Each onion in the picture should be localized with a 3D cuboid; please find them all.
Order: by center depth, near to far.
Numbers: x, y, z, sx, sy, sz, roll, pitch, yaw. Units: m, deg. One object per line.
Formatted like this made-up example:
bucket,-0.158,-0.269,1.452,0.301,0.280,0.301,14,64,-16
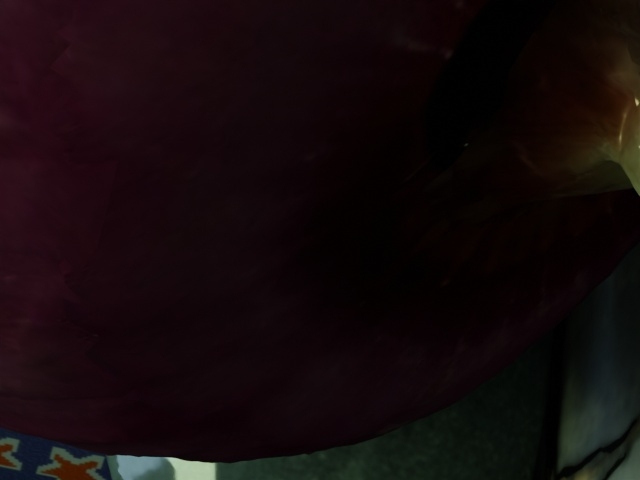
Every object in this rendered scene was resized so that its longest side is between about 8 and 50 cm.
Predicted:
onion,-0.005,-0.078,0.485,0.358,0.358,0.345,116,149,-48

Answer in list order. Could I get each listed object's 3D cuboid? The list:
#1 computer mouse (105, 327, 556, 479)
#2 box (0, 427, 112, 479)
computer mouse,0.002,-0.002,0.721,0.114,0.203,0.374,86,179,-53
box,-0.114,-0.020,0.956,0.257,0.318,0.349,118,161,-50
